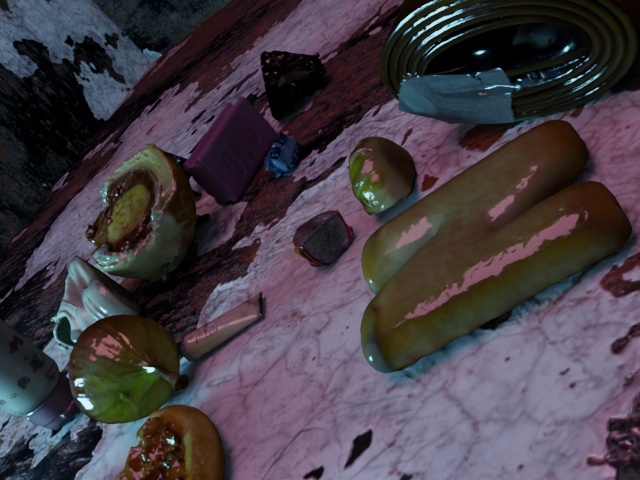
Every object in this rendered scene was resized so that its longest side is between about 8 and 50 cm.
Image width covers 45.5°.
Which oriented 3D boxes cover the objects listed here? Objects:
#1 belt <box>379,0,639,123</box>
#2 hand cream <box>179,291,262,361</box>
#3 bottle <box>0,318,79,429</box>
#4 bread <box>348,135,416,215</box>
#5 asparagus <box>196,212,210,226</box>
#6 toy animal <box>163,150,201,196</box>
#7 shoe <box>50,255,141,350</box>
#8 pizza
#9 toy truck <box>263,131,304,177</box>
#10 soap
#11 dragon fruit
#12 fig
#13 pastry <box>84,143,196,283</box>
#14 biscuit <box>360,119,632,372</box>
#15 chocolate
[{"bbox_3d":[0.222,-0.252,0.921,0.338,0.217,0.122,-9,48,47],"label":"belt"},{"bbox_3d":[-0.142,0.127,1.106,0.143,0.039,0.061,-34,24,11],"label":"hand cream"},{"bbox_3d":[-0.502,0.224,1.268,0.110,0.233,0.110,-32,29,20],"label":"bottle"},{"bbox_3d":[0.078,-0.093,1.045,0.083,0.094,0.157,-31,36,19],"label":"bread"},{"bbox_3d":[-0.310,-0.004,1.587,0.248,0.024,0.025,-28,72,32],"label":"asparagus"},{"bbox_3d":[-0.333,-0.088,1.720,0.117,0.121,0.210,35,99,22],"label":"toy animal"},{"bbox_3d":[-0.456,0.138,1.483,0.159,0.124,0.316,-56,26,-9],"label":"shoe"},{"bbox_3d":[-0.196,0.290,0.900,0.197,0.058,0.292,-43,24,3],"label":"pizza"},{"bbox_3d":[-0.078,-0.154,1.432,0.090,0.056,0.073,-32,30,54],"label":"toy truck"},{"bbox_3d":[-0.178,-0.181,1.543,0.065,0.122,0.203,-17,37,44],"label":"soap"},{"bbox_3d":[0.000,0.000,1.058,0.083,0.056,0.060,-48,26,-17],"label":"dragon fruit"},{"bbox_3d":[-0.242,0.187,1.066,0.230,0.143,0.160,10,55,30],"label":"fig"},{"bbox_3d":[-0.328,-0.045,1.488,0.237,0.170,0.256,-48,38,7],"label":"pastry"},{"bbox_3d":[0.161,-0.001,0.804,0.290,0.062,0.237,-32,26,23],"label":"biscuit"},{"bbox_3d":[-0.052,-0.346,1.639,0.133,0.156,0.156,-11,31,6],"label":"chocolate"}]
